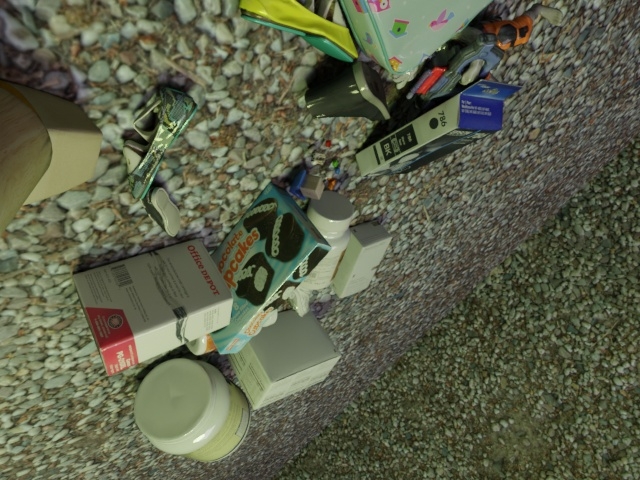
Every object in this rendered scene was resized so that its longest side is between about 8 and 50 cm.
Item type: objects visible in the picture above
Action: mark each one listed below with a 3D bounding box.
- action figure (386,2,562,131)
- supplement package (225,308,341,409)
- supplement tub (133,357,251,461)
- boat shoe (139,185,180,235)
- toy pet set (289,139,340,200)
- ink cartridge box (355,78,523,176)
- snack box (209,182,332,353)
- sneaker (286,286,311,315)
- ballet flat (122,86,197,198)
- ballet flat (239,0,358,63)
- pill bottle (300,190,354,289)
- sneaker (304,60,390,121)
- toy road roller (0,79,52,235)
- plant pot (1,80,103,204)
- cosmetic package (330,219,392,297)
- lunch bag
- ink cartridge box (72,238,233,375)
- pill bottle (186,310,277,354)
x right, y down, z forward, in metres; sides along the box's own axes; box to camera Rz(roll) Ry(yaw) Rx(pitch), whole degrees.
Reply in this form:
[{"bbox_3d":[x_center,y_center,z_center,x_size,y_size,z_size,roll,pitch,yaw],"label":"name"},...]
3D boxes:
[{"bbox_3d":[0.257,-0.351,0.894,0.330,0.179,0.341,-14,171,-26],"label":"action figure"},{"bbox_3d":[-0.112,0.337,1.322,0.261,0.204,0.145,-8,139,-42],"label":"supplement package"},{"bbox_3d":[-0.341,0.469,1.222,0.235,0.235,0.325,-32,150,-11],"label":"supplement tub"},{"bbox_3d":[-0.280,-0.051,0.775,0.125,0.038,0.046,84,20,-62],"label":"boat shoe"},{"bbox_3d":[-0.016,-0.141,0.943,0.122,0.065,0.114,63,45,-63],"label":"toy pet set"},{"bbox_3d":[0.243,-0.220,0.929,0.165,0.065,0.332,-10,171,-39],"label":"ink cartridge box"},{"bbox_3d":[-0.141,0.061,0.931,0.322,0.187,0.060,-49,149,16],"label":"snack box"},{"bbox_3d":[-0.047,0.131,1.232,0.115,0.090,0.232,-36,151,-12],"label":"sneaker"},{"bbox_3d":[-0.255,-0.147,0.661,0.070,0.070,0.188,11,122,-53],"label":"ballet flat"},{"bbox_3d":[-0.014,-0.330,0.655,0.231,0.077,0.077,0,116,-45],"label":"ballet flat"},{"bbox_3d":[0.000,0.000,1.057,0.131,0.131,0.229,-18,144,-32],"label":"pill bottle"},{"bbox_3d":[0.055,-0.264,0.830,0.118,0.083,0.222,-14,175,21],"label":"sneaker"},{"bbox_3d":[-0.432,-0.084,0.345,0.329,0.203,0.241,-12,132,4],"label":"toy road roller"},{"bbox_3d":[-0.340,-0.122,0.552,0.096,0.109,0.109,-18,146,-52],"label":"plant pot"},{"bbox_3d":[0.110,0.057,1.306,0.117,0.085,0.231,-18,146,-32],"label":"cosmetic package"},{"bbox_3d":[0.159,-0.420,0.670,0.279,0.108,0.224,-42,139,1],"label":"lunch bag"},{"bbox_3d":[-0.308,0.114,0.834,0.237,0.172,0.100,-19,145,-30],"label":"ink cartridge box"},{"bbox_3d":[-0.220,0.191,1.088,0.216,0.121,0.121,-12,141,-38],"label":"pill bottle"}]
